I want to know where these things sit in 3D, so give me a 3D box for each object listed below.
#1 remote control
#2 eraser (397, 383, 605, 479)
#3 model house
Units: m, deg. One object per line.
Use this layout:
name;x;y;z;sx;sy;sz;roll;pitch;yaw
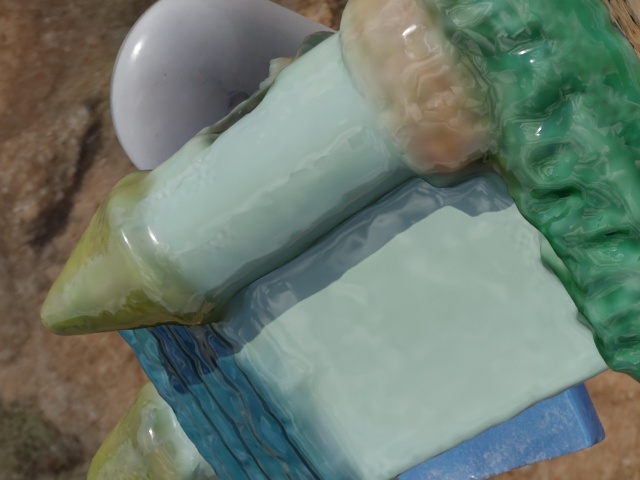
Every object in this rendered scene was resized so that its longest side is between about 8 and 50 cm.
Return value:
remote control;-0.071;-0.140;1.533;0.103;0.332;0.221;20;91;52
eraser;0.198;0.224;1.828;0.312;0.042;0.144;-24;90;41
model house;0.000;0.000;0.598;0.325;0.267;0.194;-34;98;20
